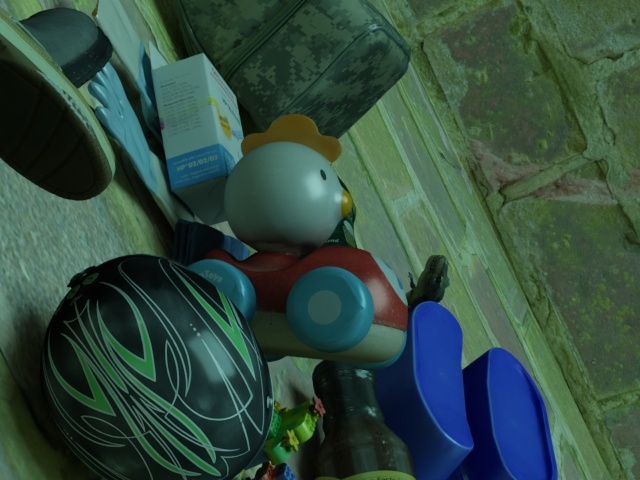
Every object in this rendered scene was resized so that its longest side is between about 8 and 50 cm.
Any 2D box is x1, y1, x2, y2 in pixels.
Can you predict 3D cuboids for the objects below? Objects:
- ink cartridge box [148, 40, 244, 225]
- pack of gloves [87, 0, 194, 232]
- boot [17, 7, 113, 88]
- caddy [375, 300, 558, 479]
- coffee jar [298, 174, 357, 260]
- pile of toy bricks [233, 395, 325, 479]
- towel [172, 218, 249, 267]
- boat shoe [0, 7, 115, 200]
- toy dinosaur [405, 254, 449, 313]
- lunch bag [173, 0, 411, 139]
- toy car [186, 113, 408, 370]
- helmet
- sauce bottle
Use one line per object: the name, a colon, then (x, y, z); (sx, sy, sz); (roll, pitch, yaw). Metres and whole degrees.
ink cartridge box: (-0.123, -0.120, 1.268); (0.104, 0.062, 0.181); (53, 23, -65)
pack of gloves: (-0.191, -0.122, 1.214); (0.232, 0.046, 0.195); (64, 13, -46)
boot: (-0.276, -0.172, 0.851); (0.222, 0.118, 0.338); (59, 18, -16)
caddy: (0.139, 0.237, 1.467); (0.241, 0.179, 0.341); (34, 26, -15)
coffee jar: (0.000, 0.000, 1.508); (0.079, 0.096, 0.184); (56, 17, -38)
pile of toy bricks: (-0.044, 0.175, 1.094); (0.118, 0.105, 0.212); (60, 17, -16)
towel: (-0.111, 0.022, 1.225); (0.119, 0.029, 0.067); (31, 63, -64)
boat shoe: (-0.197, -0.111, 0.778); (0.190, 0.068, 0.072); (52, 22, -23)
toy dinosaur: (0.090, 0.101, 1.618); (0.118, 0.268, 0.064); (35, 52, 15)
lunch bag: (-0.046, -0.270, 1.559); (0.256, 0.212, 0.305); (50, 11, 10)
toy car: (-0.016, -0.008, 1.151); (0.219, 0.210, 0.237); (39, 56, -73)
helmet: (-0.118, 0.100, 0.876); (0.169, 0.169, 0.161); (55, 2, -31)
sauce bottle: (0.052, 0.275, 1.245); (0.111, 0.111, 0.344); (48, 23, -45)
